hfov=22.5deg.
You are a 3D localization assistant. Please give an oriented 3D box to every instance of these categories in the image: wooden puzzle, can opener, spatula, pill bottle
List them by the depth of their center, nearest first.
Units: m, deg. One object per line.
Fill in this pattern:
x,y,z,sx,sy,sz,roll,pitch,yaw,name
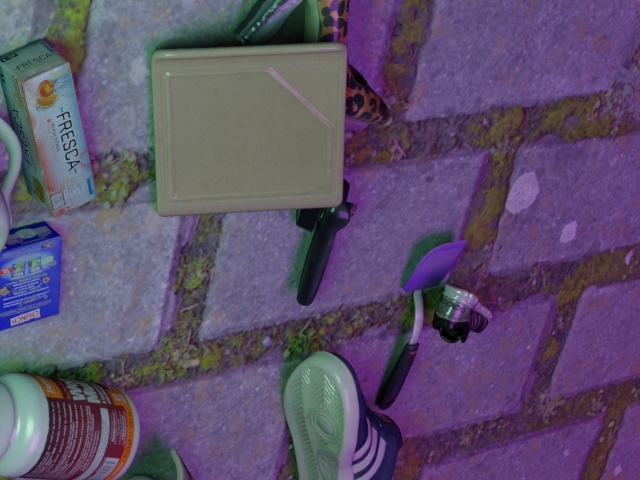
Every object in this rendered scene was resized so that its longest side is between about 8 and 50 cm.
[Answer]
-0.082,-0.129,1.855,0.221,0.044,0.239,-3,129,-7,wooden puzzle
-0.328,0.219,1.883,0.221,0.121,0.121,15,109,-48,pill bottle
0.000,0.000,2.084,0.059,0.073,0.186,-63,168,-57,can opener
0.133,0.124,2.309,0.084,0.030,0.296,-9,125,-43,spatula

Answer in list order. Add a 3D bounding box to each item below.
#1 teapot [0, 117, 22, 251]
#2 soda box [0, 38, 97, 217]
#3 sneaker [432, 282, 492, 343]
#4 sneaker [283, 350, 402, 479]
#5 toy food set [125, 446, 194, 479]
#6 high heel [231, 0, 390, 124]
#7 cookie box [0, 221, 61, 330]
-0.434,-0.036,1.557,0.252,0.187,0.256,-34,168,8,teapot
-0.289,-0.117,1.710,0.058,0.063,0.183,-28,136,-25,soda box
0.197,0.114,2.309,0.075,0.063,0.170,-61,160,-5,sneaker
0.045,0.262,2.272,0.148,0.131,0.350,-34,144,-29,sneaker
-0.278,0.420,2.124,0.306,0.092,0.220,-38,150,-13,toy food set
0.042,-0.249,1.888,0.261,0.093,0.186,32,102,-41,high heel
-0.339,0.042,1.801,0.092,0.040,0.107,-16,129,-34,cookie box
